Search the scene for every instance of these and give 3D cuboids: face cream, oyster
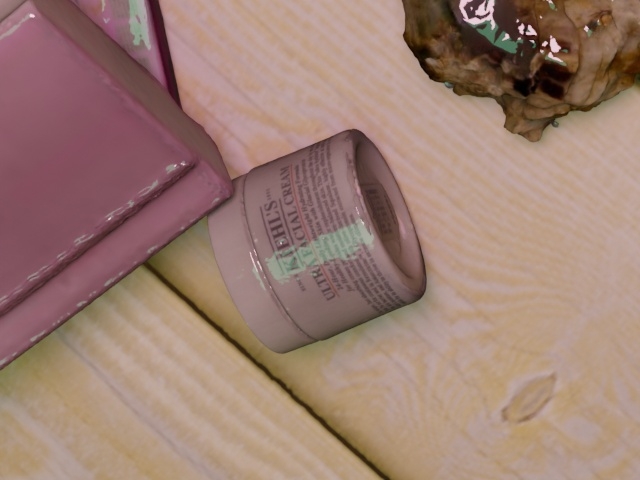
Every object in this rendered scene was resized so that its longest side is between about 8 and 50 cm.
[{"bbox_3d":[0.000,0.000,1.264,0.153,0.177,0.177,-24,102,16],"label":"face cream"},{"bbox_3d":[0.140,-0.239,1.176,0.198,0.133,0.337,-41,93,19],"label":"oyster"}]

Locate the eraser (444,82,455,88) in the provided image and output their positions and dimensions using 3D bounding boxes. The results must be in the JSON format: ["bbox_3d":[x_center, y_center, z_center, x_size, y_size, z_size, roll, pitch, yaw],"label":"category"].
[{"bbox_3d":[0.115,-0.193,1.263,0.027,0.019,0.099,-18,103,2],"label":"eraser"}]

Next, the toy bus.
[{"bbox_3d":[-0.201,-0.161,1.300,0.112,0.090,0.273,-10,107,5],"label":"toy bus"}]

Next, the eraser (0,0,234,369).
[{"bbox_3d":[-0.301,-0.036,1.189,0.359,0.122,0.272,-36,131,11],"label":"eraser"}]
